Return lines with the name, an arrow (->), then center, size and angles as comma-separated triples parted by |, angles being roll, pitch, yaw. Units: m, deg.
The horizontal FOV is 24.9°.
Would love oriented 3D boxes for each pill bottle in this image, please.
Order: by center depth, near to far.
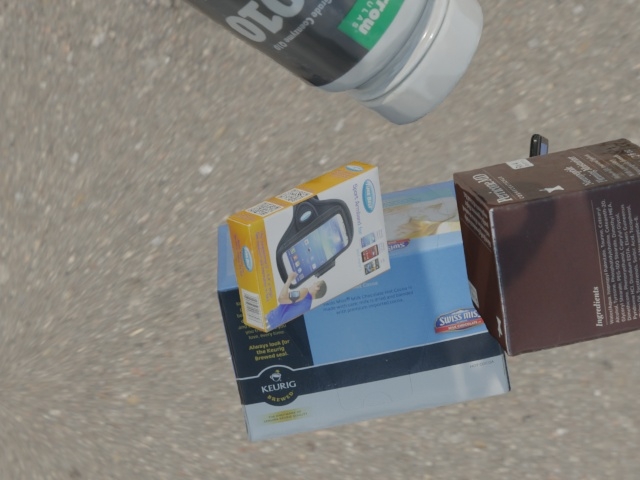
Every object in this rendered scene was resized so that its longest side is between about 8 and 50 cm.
pill bottle -> -0.010, -0.287, 1.565 | 0.361, 0.204, 0.204 | 30, 78, -26

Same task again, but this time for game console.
game console -> 0.297, -0.074, 1.791 | 0.071, 0.122, 0.107 | 5, 91, 14

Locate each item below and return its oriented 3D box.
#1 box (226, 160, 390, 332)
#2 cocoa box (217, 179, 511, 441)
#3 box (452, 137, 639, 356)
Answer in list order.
box -> 0.000, 0.000, 1.005 | 0.136, 0.028, 0.081 | -25, 118, -33
cocoa box -> 0.050, 0.086, 1.906 | 0.347, 0.231, 0.228 | -11, 112, 1
box -> 0.267, 0.004, 1.549 | 0.203, 0.168, 0.167 | -11, 108, -5
